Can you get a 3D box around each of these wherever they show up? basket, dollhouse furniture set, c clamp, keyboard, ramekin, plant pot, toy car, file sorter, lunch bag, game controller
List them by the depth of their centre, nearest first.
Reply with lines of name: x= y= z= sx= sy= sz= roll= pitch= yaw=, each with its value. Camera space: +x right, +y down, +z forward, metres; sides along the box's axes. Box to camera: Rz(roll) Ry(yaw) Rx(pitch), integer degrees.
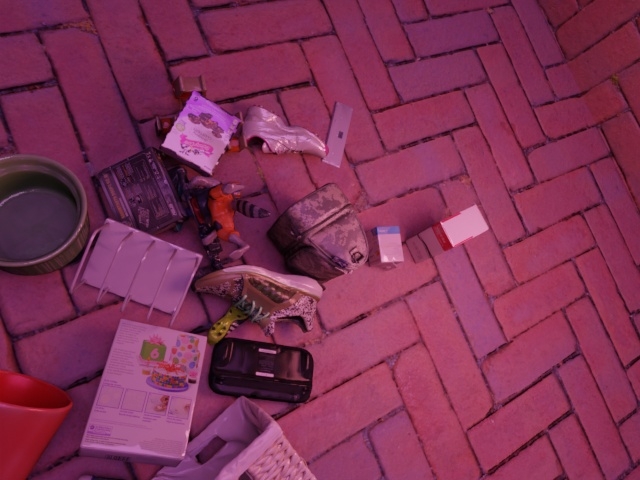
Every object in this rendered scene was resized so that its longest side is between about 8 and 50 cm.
plant pot: x=-0.750 y=0.449 z=1.093 sx=0.274 sy=0.275 sz=0.243 roll=23 pitch=79 yaw=-15
basket: x=-0.206 y=0.621 z=1.211 sx=0.328 sy=0.331 sz=0.266 roll=-40 pitch=102 yaw=-21
ramekin: x=-0.755 y=-0.056 z=1.246 sx=0.303 sy=0.148 sz=0.304 roll=5 pitch=68 yaw=-14
file sorter: x=-0.486 y=0.092 z=1.291 sx=0.277 sy=0.173 sz=0.193 roll=23 pitch=95 yaw=-15
c clamp: x=-0.729 y=0.014 z=1.333 sx=0.160 sy=0.022 sz=0.137 roll=-29 pitch=94 yaw=-27
game controller: x=-0.170 y=0.389 z=1.446 sx=0.319 sy=0.067 sz=0.167 roll=13 pitch=58 yaw=-19
lunch bag: x=0.000 y=0.000 z=1.470 sx=0.212 sy=0.305 sz=0.256 roll=-35 pitch=90 yaw=-25
dollhouse furniture set: x=-0.392 y=-0.378 z=1.527 sx=0.262 sy=0.135 sz=0.259 roll=-11 pitch=92 yaw=-24
toy car: x=-0.307 y=-0.176 z=1.536 sx=0.122 sy=0.040 sz=0.060 roll=14 pitch=72 yaw=-19
keyboard: x=0.063 y=-0.387 z=1.756 sx=0.072 sy=0.014 sz=0.256 roll=21 pitch=70 yaw=-21

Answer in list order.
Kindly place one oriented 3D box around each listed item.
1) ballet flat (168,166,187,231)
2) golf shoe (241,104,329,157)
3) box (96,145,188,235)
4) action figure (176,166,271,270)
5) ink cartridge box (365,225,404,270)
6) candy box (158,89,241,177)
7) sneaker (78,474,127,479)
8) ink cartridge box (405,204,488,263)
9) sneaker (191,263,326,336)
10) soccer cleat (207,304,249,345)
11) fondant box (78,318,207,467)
ballet flat: x=-0.448 y=-0.125 z=1.458 sx=0.074 sy=0.074 sz=0.203 roll=6 pitch=81 yaw=-20
golf shoe: x=-0.124 y=-0.332 z=1.622 sx=0.306 sy=0.115 sz=0.140 roll=24 pitch=79 yaw=-7
box: x=-0.513 y=-0.128 z=1.392 sx=0.183 sy=0.056 sz=0.231 roll=-26 pitch=86 yaw=3
action figure: x=-0.274 y=-0.058 z=1.394 sx=0.178 sy=0.330 sz=0.341 roll=-24 pitch=118 yaw=-19
ink cartridge box: x=0.222 y=0.031 z=1.666 sx=0.089 sy=0.092 sz=0.143 roll=-1 pitch=77 yaw=-22
candy box: x=-0.355 y=-0.311 z=1.427 sx=0.164 sy=0.070 sz=0.196 roll=30 pitch=76 yaw=-20
sneaker: x=-0.529 y=0.753 z=1.161 sx=0.236 sy=0.130 sz=0.323 roll=21 pitch=64 yaw=-11
ink cartridge box: x=0.435 y=-0.018 z=1.686 sx=0.172 sy=0.237 sz=0.100 roll=-24 pitch=84 yaw=-25
sneaker: x=-0.173 y=0.185 z=1.413 sx=0.410 sy=0.158 sz=0.182 roll=10 pitch=64 yaw=-23
soccer cleat: x=-0.272 y=0.245 z=1.436 sx=0.060 sy=0.072 sz=0.179 roll=44 pitch=43 yaw=8
fondant box: x=-0.446 y=0.390 z=1.247 sx=0.238 sy=0.096 sz=0.330 roll=16 pitch=51 yaw=-17
